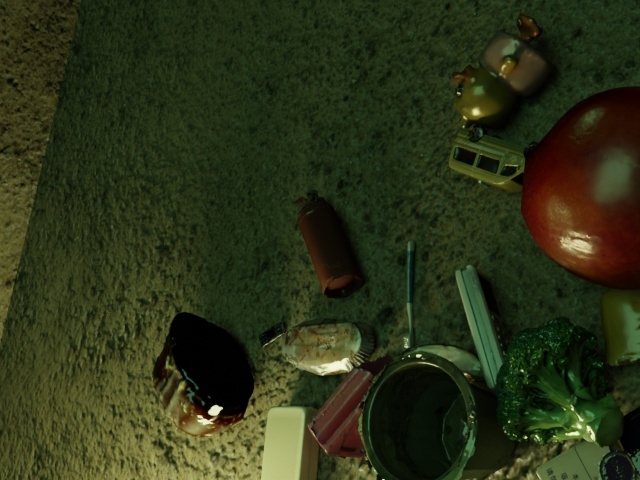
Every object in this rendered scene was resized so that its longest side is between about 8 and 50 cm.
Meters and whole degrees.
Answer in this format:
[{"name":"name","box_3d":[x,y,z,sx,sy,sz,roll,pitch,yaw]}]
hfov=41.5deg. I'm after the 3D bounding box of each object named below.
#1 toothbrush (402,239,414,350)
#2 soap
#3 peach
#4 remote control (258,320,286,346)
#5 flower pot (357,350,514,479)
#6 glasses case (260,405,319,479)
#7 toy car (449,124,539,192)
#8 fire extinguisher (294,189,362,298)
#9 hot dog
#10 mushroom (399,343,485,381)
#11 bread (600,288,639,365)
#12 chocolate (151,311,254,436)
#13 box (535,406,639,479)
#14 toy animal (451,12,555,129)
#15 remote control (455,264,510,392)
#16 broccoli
[{"name":"toothbrush","box_3d":[0.213,0.131,2.031,0.025,0.019,0.276,-16,64,44]},{"name":"soap","box_3d":[0.097,0.376,1.941,0.250,0.162,0.099,-53,49,13]},{"name":"peach","box_3d":[0.559,-0.097,1.591,0.388,0.388,0.389,-16,65,36]},{"name":"remote control","box_3d":[-0.128,0.253,2.281,0.096,0.014,0.039,-34,55,28]},{"name":"flower pot","box_3d":[0.254,0.386,1.738,0.290,0.259,0.291,-15,66,37]},{"name":"glasses case","box_3d":[-0.076,0.567,2.081,0.131,0.070,0.313,-9,68,39]},{"name":"toy car","box_3d":[0.417,-0.174,1.914,0.256,0.101,0.125,28,97,44]},{"name":"fire extinguisher","box_3d":[0.000,0.000,2.216,0.147,0.106,0.337,-58,41,42]},{"name":"hot dog","box_3d":[0.017,0.266,2.112,0.267,0.075,0.144,-3,77,36]},{"name":"mushroom","box_3d":[0.283,0.270,1.866,0.209,0.094,0.072,-1,68,39]},{"name":"bread","box_3d":[0.607,0.158,1.636,0.134,0.085,0.173,-18,63,35]},{"name":"chocolate","box_3d":[-0.333,0.385,2.277,0.210,0.225,0.340,-56,46,27]},{"name":"box","box_3d":[0.554,0.443,1.586,0.259,0.071,0.168,-41,52,23]},{"name":"toy animal","box_3d":[0.415,-0.375,1.958,0.281,0.195,0.169,-43,91,16]},{"name":"remote control","box_3d":[0.366,0.193,1.819,0.055,0.103,0.277,-25,59,24]},{"name":"broccoli","box_3d":[0.447,0.287,1.595,0.270,0.270,0.270,-60,34,6]}]
